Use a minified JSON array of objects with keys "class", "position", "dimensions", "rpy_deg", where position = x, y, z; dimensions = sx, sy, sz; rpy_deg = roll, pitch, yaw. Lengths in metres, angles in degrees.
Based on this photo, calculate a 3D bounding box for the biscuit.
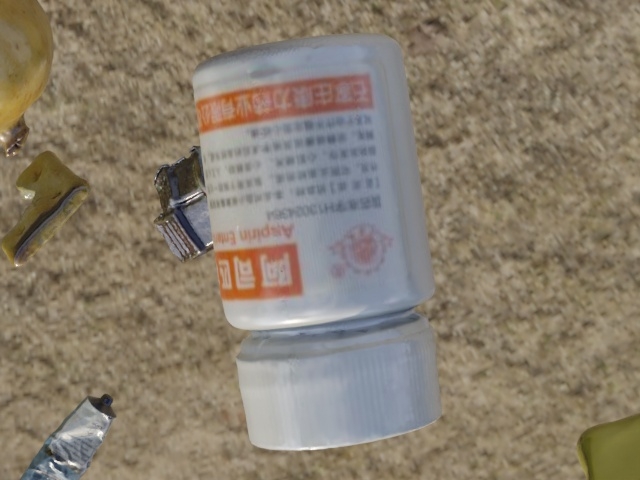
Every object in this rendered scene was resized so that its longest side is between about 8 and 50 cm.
[{"class":"biscuit","position":[-0.457,-0.058,1.992],"dimensions":[0.174,0.183,0.039],"rpy_deg":[-47,130,-1]}]

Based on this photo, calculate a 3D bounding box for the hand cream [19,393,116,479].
[{"class":"hand cream","position":[-0.368,0.315,1.736],"dimensions":[0.075,0.052,0.248],"rpy_deg":[34,98,-24]}]

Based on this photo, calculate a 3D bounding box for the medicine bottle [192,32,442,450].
[{"class":"medicine bottle","position":[0.000,0.000,1.200],"dimensions":[0.211,0.211,0.372],"rpy_deg":[-8,91,-13]}]

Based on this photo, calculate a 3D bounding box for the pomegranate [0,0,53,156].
[{"class":"pomegranate","position":[-0.325,-0.158,1.107],"dimensions":[0.196,0.196,0.196],"rpy_deg":[-10,131,-12]}]

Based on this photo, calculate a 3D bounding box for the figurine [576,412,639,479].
[{"class":"figurine","position":[0.391,0.369,1.157],"dimensions":[0.266,0.361,0.378],"rpy_deg":[-3,136,22]}]

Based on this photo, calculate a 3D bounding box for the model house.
[{"class":"model house","position":[-0.172,-0.047,1.767],"dimensions":[0.152,0.106,0.165],"rpy_deg":[-25,102,29]}]
